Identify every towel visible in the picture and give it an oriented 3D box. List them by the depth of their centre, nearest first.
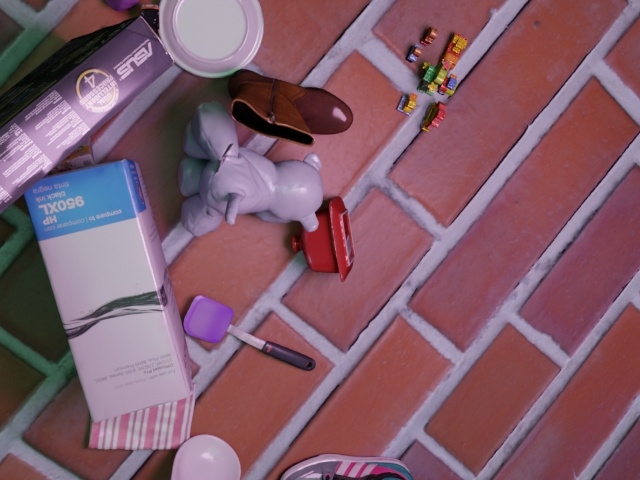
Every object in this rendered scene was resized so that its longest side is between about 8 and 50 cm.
[{"bbox_3d":[-0.353,0.350,1.267,0.197,0.029,0.144,7,95,-14],"label":"towel"}]

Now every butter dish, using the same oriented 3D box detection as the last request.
[{"bbox_3d":[0.000,0.000,1.269,0.118,0.160,0.160,-9,97,10],"label":"butter dish"}]

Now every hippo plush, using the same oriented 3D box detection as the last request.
[{"bbox_3d":[-0.114,-0.129,1.164,0.236,0.294,0.234,-1,85,-28],"label":"hippo plush"}]

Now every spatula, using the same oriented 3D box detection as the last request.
[{"bbox_3d":[-0.138,0.205,1.302,0.296,0.030,0.084,27,90,-15],"label":"spatula"}]

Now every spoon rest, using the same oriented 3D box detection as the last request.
[{"bbox_3d":[-0.255,0.485,1.212,0.137,0.084,0.276,38,43,4],"label":"spoon rest"}]

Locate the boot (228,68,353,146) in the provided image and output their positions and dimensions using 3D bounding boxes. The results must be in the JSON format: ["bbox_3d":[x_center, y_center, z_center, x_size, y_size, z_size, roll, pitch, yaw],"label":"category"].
[{"bbox_3d":[-0.038,-0.229,1.143,0.264,0.280,0.096,24,107,-19],"label":"boot"}]

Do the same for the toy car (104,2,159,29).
[{"bbox_3d":[-0.350,-0.408,1.165,0.122,0.060,0.041,-11,68,1],"label":"toy car"}]

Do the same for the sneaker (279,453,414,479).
[{"bbox_3d":[0.070,0.531,1.309,0.295,0.178,0.124,1,96,-13],"label":"sneaker"}]

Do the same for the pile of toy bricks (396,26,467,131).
[{"bbox_3d":[0.235,-0.339,1.296,0.118,0.105,0.212,23,90,-14],"label":"pile of toy bricks"}]

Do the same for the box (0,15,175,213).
[{"bbox_3d":[-0.452,-0.184,0.989,0.395,0.318,0.097,-50,122,-22],"label":"box"}]

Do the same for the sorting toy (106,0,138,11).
[{"bbox_3d":[-0.405,-0.601,1.137,0.126,0.127,0.366,-41,108,-37],"label":"sorting toy"}]

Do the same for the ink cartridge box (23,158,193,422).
[{"bbox_3d":[-0.352,0.069,1.106,0.166,0.285,0.395,-15,98,-10],"label":"ink cartridge box"}]

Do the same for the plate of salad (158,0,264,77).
[{"bbox_3d":[-0.208,-0.413,1.214,0.199,0.048,0.200,-2,106,-8],"label":"plate of salad"}]

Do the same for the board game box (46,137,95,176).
[{"bbox_3d":[-0.491,-0.150,1.146,0.154,0.103,0.026,-19,133,-11],"label":"board game box"}]
